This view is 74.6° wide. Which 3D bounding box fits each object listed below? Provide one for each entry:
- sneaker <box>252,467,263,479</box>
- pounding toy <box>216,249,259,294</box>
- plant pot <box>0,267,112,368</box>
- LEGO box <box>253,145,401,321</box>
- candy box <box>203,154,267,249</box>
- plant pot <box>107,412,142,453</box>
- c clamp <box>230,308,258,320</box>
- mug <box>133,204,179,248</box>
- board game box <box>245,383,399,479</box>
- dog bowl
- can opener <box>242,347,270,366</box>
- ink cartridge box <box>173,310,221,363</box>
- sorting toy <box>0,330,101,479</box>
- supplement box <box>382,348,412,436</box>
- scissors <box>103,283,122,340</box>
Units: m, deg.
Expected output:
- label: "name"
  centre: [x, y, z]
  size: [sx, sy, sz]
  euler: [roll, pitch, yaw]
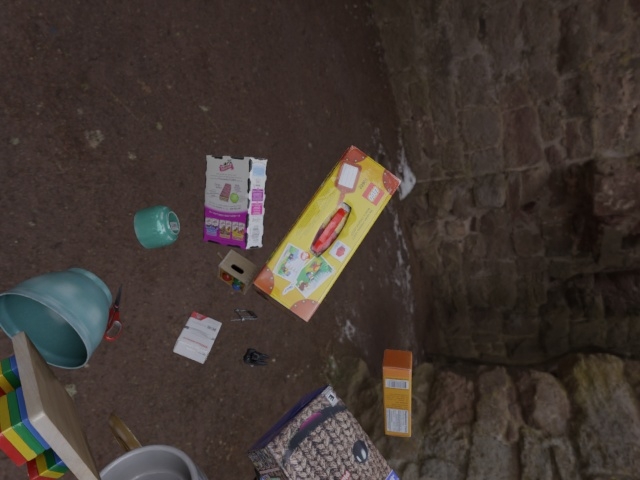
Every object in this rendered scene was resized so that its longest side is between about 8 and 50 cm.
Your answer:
- label: "sneaker"
  centre: [-0.245, 0.950, 1.609]
  size: [0.067, 0.078, 0.189]
  euler: [-133, -135, -76]
- label: "pounding toy"
  centre: [-0.343, 0.125, 1.598]
  size: [0.094, 0.180, 0.206]
  euler: [-57, 179, -29]
- label: "plant pot"
  centre: [-0.751, 0.205, 1.241]
  size: [0.196, 0.292, 0.293]
  euler: [-64, 142, -52]
- label: "LEGO box"
  centre: [0.000, 0.000, 1.357]
  size: [0.501, 0.193, 0.372]
  euler: [-55, -178, -13]
- label: "candy box"
  centre: [-0.228, -0.104, 1.114]
  size: [0.071, 0.159, 0.234]
  euler: [-11, 108, -59]
- label: "plant pot"
  centre: [-0.651, 0.688, 1.422]
  size: [0.032, 0.236, 0.237]
  euler: [-37, 121, -38]
- label: "c clamp"
  centre: [-0.371, 0.354, 2.012]
  size: [0.160, 0.137, 0.022]
  euler: [-157, -106, -69]
- label: "mug"
  centre: [-0.502, -0.055, 1.321]
  size: [0.130, 0.097, 0.158]
  euler: [70, 12, -47]
- label: "board game box"
  centre: [0.005, 0.557, 1.040]
  size: [0.232, 0.141, 0.291]
  euler: [-33, 82, -40]
- label: "dog bowl"
  centre: [-0.462, 0.696, 1.087]
  size: [0.349, 0.347, 0.102]
  euler: [-57, 150, -54]
- label: "can opener"
  centre: [-0.228, 0.433, 1.526]
  size: [0.059, 0.073, 0.186]
  euler: [-61, 160, -15]
- label: "ink cartridge box"
  centre: [-0.371, 0.292, 1.273]
  size: [0.056, 0.099, 0.135]
  euler: [-60, -171, 27]
- label: "sorting toy"
  centre: [-0.555, 0.357, 0.831]
  size: [0.089, 0.257, 0.256]
  euler: [-28, 130, -28]
- label: "supplement box"
  centre: [0.206, 0.410, 1.124]
  size: [0.078, 0.080, 0.234]
  euler: [-62, 152, -62]
- label: "scissors"
  centre: [-0.751, 0.262, 1.552]
  size: [0.109, 0.021, 0.297]
  euler: [39, 14, -17]
